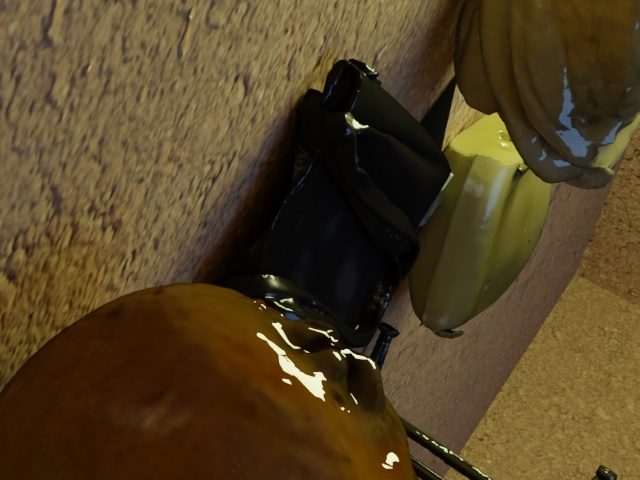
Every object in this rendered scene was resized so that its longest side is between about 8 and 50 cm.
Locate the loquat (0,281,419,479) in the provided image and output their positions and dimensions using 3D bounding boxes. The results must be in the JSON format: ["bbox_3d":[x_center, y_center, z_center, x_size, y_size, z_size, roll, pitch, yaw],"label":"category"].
[{"bbox_3d":[-0.079,0.191,1.120,0.328,0.328,0.328,-56,166,-23],"label":"loquat"}]

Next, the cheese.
[{"bbox_3d":[0.196,-0.017,2.179,0.259,0.128,0.316,-35,144,-48],"label":"cheese"}]

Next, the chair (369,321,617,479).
[{"bbox_3d":[0.082,0.355,2.033,0.410,0.362,0.364,-57,167,3],"label":"chair"}]

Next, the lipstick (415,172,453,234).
[{"bbox_3d":[0.122,-0.041,2.031,0.030,0.030,0.129,-54,172,-33],"label":"lipstick"}]

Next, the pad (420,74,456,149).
[{"bbox_3d":[0.121,-0.109,1.953,0.112,0.003,0.157,-53,164,-31],"label":"pad"}]

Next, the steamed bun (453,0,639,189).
[{"bbox_3d":[0.284,-0.253,1.783,0.325,0.230,0.372,-44,160,-54],"label":"steamed bun"}]

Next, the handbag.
[{"bbox_3d":[0.001,0.000,1.508,0.285,0.113,0.257,-60,160,-6],"label":"handbag"}]
